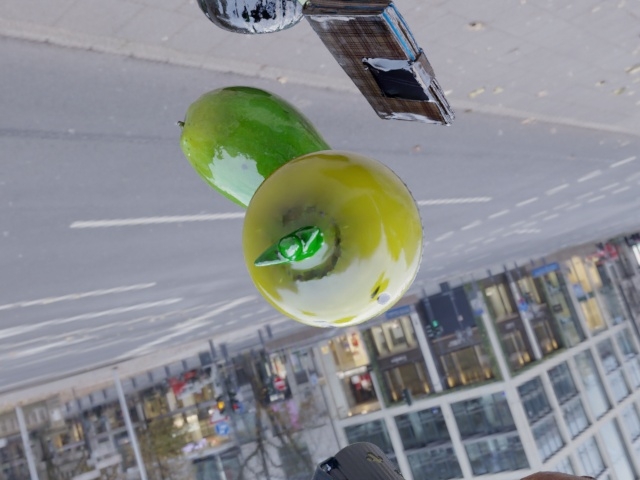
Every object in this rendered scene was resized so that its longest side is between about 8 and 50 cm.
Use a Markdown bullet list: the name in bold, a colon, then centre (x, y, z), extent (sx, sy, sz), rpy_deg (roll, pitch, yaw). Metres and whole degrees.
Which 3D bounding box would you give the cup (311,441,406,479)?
- **cup**: centre (0.075, 0.428, 1.165), extent (0.177, 0.131, 0.155), rpy_deg (22, 180, -26)

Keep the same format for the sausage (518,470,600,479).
- **sausage**: centre (0.387, 0.342, 0.782), extent (0.349, 0.094, 0.097), rpy_deg (7, -134, 28)

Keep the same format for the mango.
- **mango**: centre (-0.083, -0.152, 1.310), extent (0.382, 0.225, 0.201), rpy_deg (29, 140, -7)

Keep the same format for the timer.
- **timer**: centre (0.000, 0.000, 0.967), extent (0.285, 0.285, 0.285), rpy_deg (-17, 170, -3)

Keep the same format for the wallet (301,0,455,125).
- **wallet**: centre (0.078, -0.217, 0.865), extent (0.124, 0.042, 0.230), rpy_deg (17, 163, 37)

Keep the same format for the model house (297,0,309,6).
- **model house**: centre (0.028, -0.530, 1.243), extent (0.195, 0.189, 0.214), rpy_deg (4, 138, -15)

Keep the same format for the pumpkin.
- **pumpkin**: centre (-0.135, -0.544, 1.397), extent (0.248, 0.247, 0.248), rpy_deg (-17, 170, -3)
